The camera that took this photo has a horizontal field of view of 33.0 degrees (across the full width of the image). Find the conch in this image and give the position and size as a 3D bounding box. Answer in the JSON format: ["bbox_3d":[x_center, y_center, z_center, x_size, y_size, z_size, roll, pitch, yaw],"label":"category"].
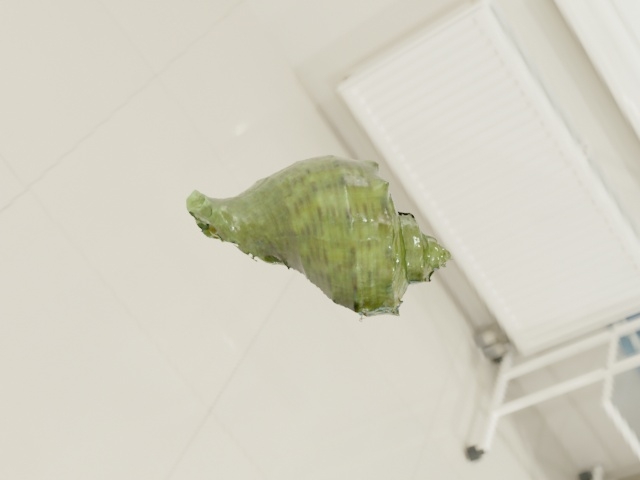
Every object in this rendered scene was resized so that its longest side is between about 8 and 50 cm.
[{"bbox_3d":[0.000,0.000,0.491,0.089,0.121,0.074,90,9,-67],"label":"conch"}]
